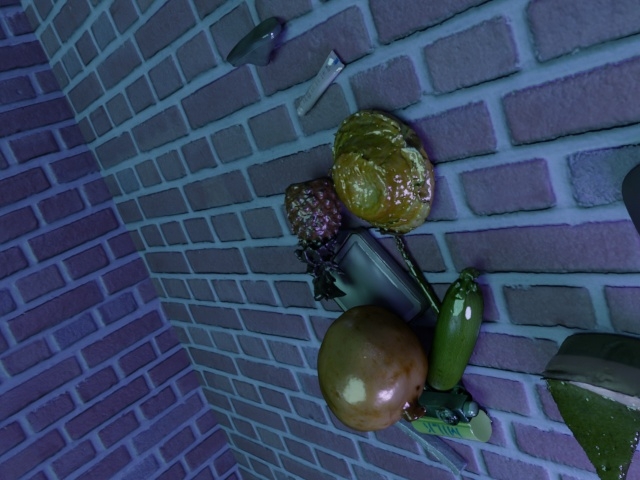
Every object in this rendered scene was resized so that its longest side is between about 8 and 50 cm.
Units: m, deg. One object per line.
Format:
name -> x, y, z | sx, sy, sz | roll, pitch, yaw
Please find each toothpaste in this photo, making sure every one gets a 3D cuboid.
toothpaste -> -0.005, -0.354, 1.238 | 0.048, 0.031, 0.190 | 56, 140, 9

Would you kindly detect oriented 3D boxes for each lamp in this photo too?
lamp -> 0.130, 0.131, 1.402 | 0.269, 0.047, 0.266 | 49, 142, 13

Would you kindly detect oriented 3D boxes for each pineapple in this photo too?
pineapple -> 0.000, 0.000, 1.353 | 0.170, 0.141, 0.310 | -88, -13, -81

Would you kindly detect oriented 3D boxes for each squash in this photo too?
squash -> 0.305, 0.212, 1.216 | 0.101, 0.101, 0.379 | 31, 134, 32

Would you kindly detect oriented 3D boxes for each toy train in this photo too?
toy train -> 0.318, 0.447, 1.371 | 0.157, 0.105, 0.253 | 52, 146, -13

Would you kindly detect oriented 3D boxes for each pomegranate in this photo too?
pomegranate -> 0.118, 0.300, 1.286 | 0.307, 0.307, 0.307 | 28, 133, 34

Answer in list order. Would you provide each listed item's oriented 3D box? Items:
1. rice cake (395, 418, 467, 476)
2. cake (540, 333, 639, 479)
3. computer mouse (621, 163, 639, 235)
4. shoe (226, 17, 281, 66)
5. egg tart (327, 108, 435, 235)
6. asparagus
rice cake -> 0.297, 0.560, 1.507 | 0.245, 0.045, 0.042 | 32, 138, 30
cake -> 0.554, 0.318, 0.959 | 0.172, 0.158, 0.284 | -22, 99, 51
computer mouse -> 0.551, -0.019, 0.810 | 0.120, 0.057, 0.232 | -29, 91, 54
shoe -> -0.148, -0.465, 1.303 | 0.195, 0.079, 0.078 | -11, 142, 43
egg tart -> 0.115, -0.136, 1.179 | 0.294, 0.116, 0.295 | 26, 131, 34
asparagus -> 0.235, 0.088, 1.271 | 0.249, 0.025, 0.024 | 60, 161, -1
